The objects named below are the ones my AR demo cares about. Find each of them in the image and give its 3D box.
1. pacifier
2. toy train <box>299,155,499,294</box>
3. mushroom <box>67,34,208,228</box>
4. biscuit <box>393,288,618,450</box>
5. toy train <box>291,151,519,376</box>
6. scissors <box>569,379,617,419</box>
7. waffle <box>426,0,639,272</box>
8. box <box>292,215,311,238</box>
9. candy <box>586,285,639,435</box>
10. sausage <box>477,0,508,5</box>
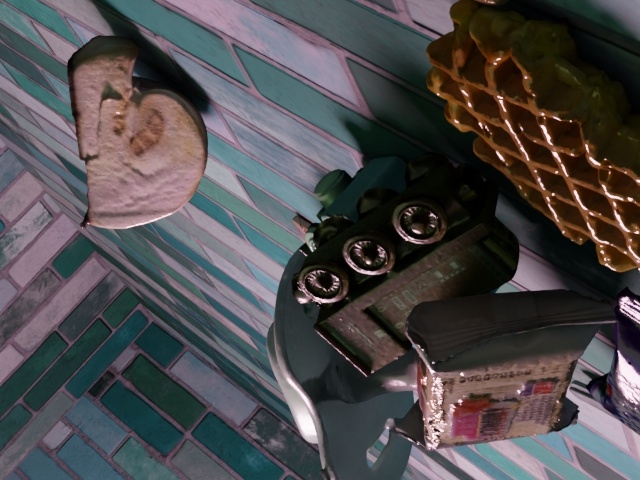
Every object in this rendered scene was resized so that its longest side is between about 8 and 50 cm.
[{"bbox_3d":[0.084,0.149,1.631,0.269,0.288,0.343,-8,115,30],"label":"pacifier"},{"bbox_3d":[0.082,0.010,1.343,0.203,0.112,0.163,46,160,-18],"label":"toy train"},{"bbox_3d":[-0.212,-0.148,1.701,0.162,0.173,0.236,-62,-28,-67],"label":"mushroom"},{"bbox_3d":[0.162,0.122,1.204,0.309,0.186,0.079,85,-179,-63],"label":"biscuit"},{"bbox_3d":[0.079,0.019,1.196,0.225,0.090,0.137,-33,112,34],"label":"toy train"},{"bbox_3d":[0.399,0.218,1.249,0.447,0.029,0.192,26,159,50],"label":"scissors"},{"bbox_3d":[0.179,-0.069,0.916,0.253,0.056,0.249,46,166,-11],"label":"waffle"},{"bbox_3d":[0.000,0.000,1.751,0.083,0.012,0.046,33,165,31],"label":"box"},{"bbox_3d":[0.305,0.134,1.162,0.145,0.070,0.275,40,163,19],"label":"candy"},{"bbox_3d":[0.077,-0.187,0.901,0.132,0.024,0.024,33,164,39],"label":"sausage"}]
